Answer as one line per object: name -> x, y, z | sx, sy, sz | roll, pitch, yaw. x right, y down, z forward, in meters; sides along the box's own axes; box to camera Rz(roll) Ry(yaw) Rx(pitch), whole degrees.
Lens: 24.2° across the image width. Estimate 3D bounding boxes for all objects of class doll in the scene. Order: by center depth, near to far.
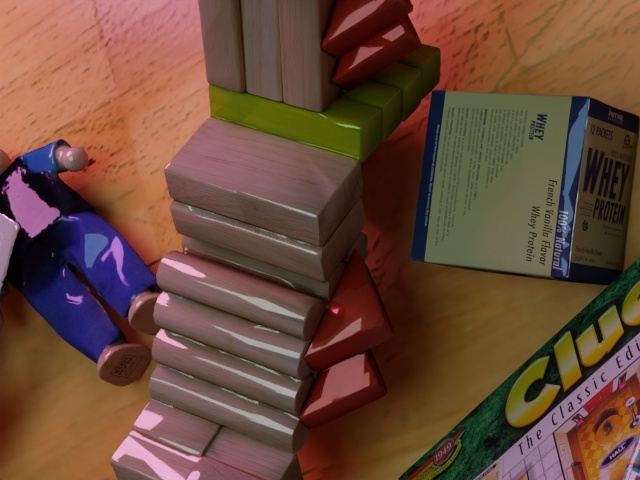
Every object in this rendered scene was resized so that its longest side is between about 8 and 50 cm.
doll -> -0.164, 0.005, 0.889 | 0.189, 0.046, 0.129 | 44, 109, 30

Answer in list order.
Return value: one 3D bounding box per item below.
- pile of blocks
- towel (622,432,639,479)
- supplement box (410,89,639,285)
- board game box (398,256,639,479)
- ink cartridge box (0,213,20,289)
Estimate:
pile of blocks -> 0.000, 0.000, 0.729 | 0.113, 0.149, 0.362 | 18, 107, 24
towel -> 0.255, 0.016, 0.480 | 0.271, 0.040, 0.370 | 11, 63, 29
supplement box -> 0.096, -0.025, 0.701 | 0.083, 0.056, 0.083 | 6, 89, 36
board game box -> 0.130, 0.073, 0.638 | 0.259, 0.030, 0.136 | -47, 19, 22
ink cartridge box -> -0.263, 0.018, 0.940 | 0.225, 0.056, 0.181 | 30, 112, 31
